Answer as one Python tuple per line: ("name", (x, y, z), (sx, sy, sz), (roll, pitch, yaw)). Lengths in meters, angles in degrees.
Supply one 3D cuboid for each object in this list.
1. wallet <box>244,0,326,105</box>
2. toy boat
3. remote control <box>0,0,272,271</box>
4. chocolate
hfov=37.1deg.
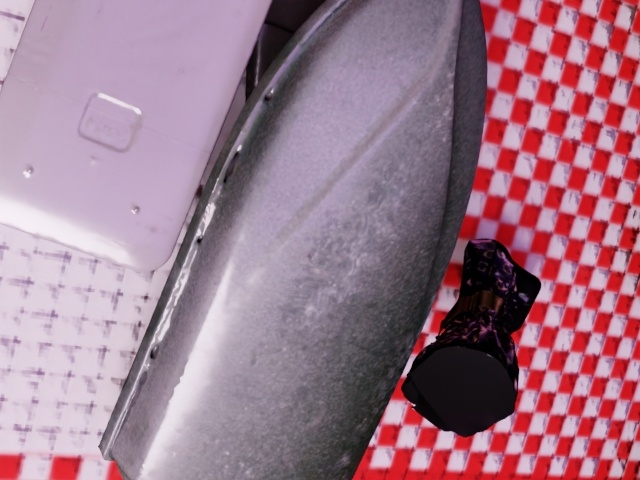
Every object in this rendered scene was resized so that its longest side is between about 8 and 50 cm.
("wallet", (-0.002, -0.097, 0.511), (0.082, 0.018, 0.156), (-6, 107, -27))
("toy boat", (0.000, 0.000, 0.484), (0.141, 0.092, 0.319), (15, 105, -36))
("remote control", (-0.076, -0.113, 0.446), (0.103, 0.034, 0.250), (20, 94, -17))
("chocolate", (0.091, 0.048, 0.552), (0.070, 0.147, 0.072), (1, 113, 14))
